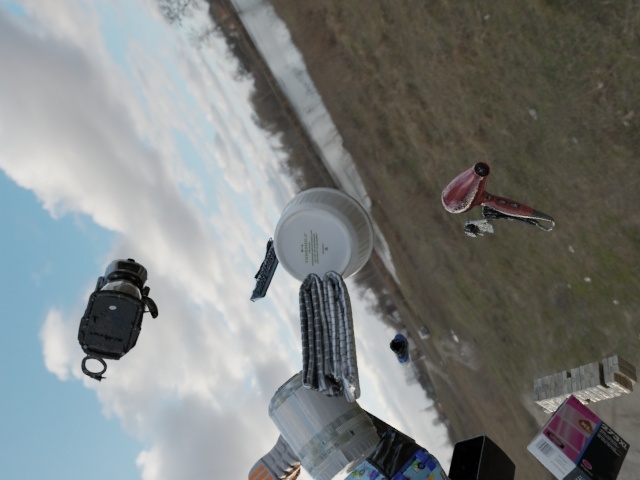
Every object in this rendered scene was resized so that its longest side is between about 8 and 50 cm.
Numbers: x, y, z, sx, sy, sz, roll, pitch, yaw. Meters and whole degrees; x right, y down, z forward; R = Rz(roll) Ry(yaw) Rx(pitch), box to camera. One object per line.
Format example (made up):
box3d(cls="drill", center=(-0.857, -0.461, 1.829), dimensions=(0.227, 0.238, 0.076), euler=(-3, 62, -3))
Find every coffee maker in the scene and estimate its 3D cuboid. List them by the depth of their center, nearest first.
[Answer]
box3d(cls="coffee maker", center=(-0.395, 0.137, 1.022), dimensions=(0.120, 0.171, 0.178), euler=(40, -175, -20))

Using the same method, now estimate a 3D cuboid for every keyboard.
box3d(cls="keyboard", center=(-0.177, 0.065, 1.877), dimensions=(0.033, 0.317, 0.201), euler=(28, 157, -16))

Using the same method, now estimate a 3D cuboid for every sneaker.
box3d(cls="sneaker", center=(-0.082, 0.676, 1.726), dimensions=(0.124, 0.321, 0.180), euler=(49, 175, 27))
box3d(cls="sneaker", center=(0.286, 0.375, 1.964), dimensions=(0.152, 0.058, 0.084), euler=(-86, -26, -57))

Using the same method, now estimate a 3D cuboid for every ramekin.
box3d(cls="ramekin", center=(0.000, 0.000, 1.444), dimensions=(0.272, 0.273, 0.127), euler=(62, -158, -8))

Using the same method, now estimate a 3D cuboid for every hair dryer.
box3d(cls="hair dryer", center=(0.391, -0.098, 1.230), dimensions=(0.293, 0.224, 0.080), euler=(34, -122, -47))

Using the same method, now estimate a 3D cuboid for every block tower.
box3d(cls="block tower", center=(0.867, 0.485, 1.801), dimensions=(0.097, 0.335, 0.091), euler=(31, -131, -16))

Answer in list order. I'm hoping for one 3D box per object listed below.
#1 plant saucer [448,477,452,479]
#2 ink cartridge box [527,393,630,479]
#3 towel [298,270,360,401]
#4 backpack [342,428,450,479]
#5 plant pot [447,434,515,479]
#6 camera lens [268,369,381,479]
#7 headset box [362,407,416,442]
box3d(cls="plant saucer", center=(0.298, 0.789, 1.676), dimensions=(0.332, 0.332, 0.084), euler=(60, -145, -32))
box3d(cls="ink cartridge box", center=(0.644, 0.488, 1.316), dimensions=(0.176, 0.069, 0.371), euler=(44, -153, 26))
box3d(cls="towel", center=(0.022, 0.239, 1.308), dimensions=(0.235, 0.121, 0.283), euler=(72, -168, -66))
box3d(cls="backpack", center=(0.107, 0.405, 0.822), dimensions=(0.117, 0.173, 0.158), euler=(9, 128, 56))
box3d(cls="plant pot", center=(0.581, 0.829, 1.922), dimensions=(0.167, 0.187, 0.188), euler=(29, -126, -8))
box3d(cls="camera lens", center=(0.006, 0.497, 1.472), dimensions=(0.274, 0.219, 0.219), euler=(50, 178, 25))
box3d(cls="headset box", center=(0.236, 0.783, 1.963), dimensions=(0.293, 0.110, 0.218), euler=(34, -157, -11))
